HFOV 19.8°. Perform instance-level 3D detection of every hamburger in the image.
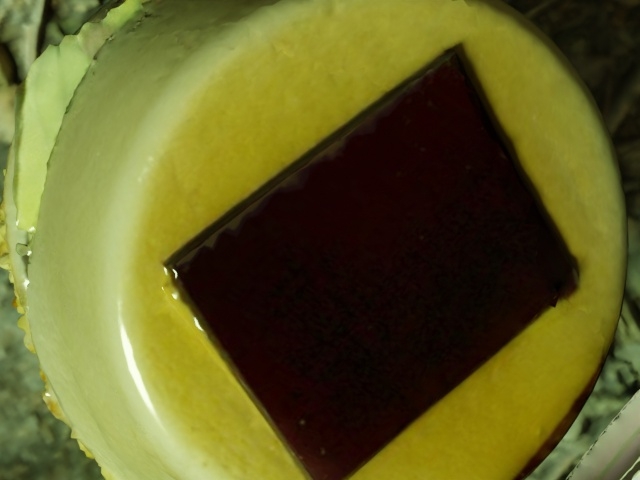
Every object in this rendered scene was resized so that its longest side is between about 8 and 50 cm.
[{"bbox_3d":[0.000,0.000,0.845,0.302,0.170,0.302,-3,97,-25],"label":"hamburger"}]

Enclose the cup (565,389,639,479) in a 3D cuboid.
[{"bbox_3d":[0.256,0.167,0.863,0.274,0.253,0.253,42,72,4],"label":"cup"}]
